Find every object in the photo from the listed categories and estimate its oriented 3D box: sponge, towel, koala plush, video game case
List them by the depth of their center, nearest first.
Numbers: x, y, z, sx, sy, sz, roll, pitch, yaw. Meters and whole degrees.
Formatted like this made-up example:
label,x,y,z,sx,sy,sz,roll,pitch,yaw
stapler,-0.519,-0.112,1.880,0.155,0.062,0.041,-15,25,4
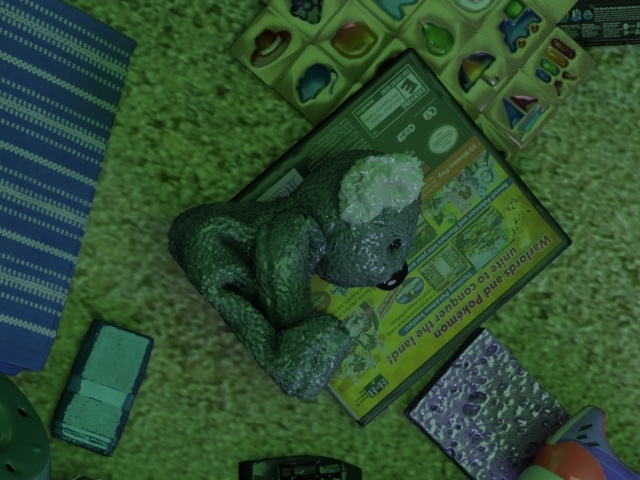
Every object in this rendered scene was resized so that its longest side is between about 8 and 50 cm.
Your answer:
label,x,y,z,sx,sy,sz,roll,pitch,yaw
towel,-0.289,-0.058,1.625,0.243,0.040,0.336,23,80,-54
koala plush,0.000,0.000,1.648,0.221,0.196,0.203,-41,89,0
towel,-0.203,0.136,1.715,0.067,0.029,0.119,22,84,-13
video game case,0.061,-0.003,1.766,0.275,0.035,0.248,-41,98,-4
sponge,0.192,0.199,1.815,0.210,0.031,0.117,45,79,-9

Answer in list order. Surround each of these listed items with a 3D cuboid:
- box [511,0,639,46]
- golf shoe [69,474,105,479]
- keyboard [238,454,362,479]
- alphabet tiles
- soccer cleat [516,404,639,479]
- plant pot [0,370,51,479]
label,x,y,z,sx,sy,sz,roll,pitch,yaw
box,0.267,-0.286,1.837,0.191,0.045,0.184,-5,88,-14
golf shoe,-0.186,0.269,1.670,0.273,0.105,0.120,1,73,-6
keyboard,-0.050,0.365,1.751,0.202,0.033,0.317,-2,89,-14
alphabet tiles,0.089,-0.217,1.772,0.342,0.011,0.285,40,93,-13
soccer cleat,0.327,0.292,1.793,0.318,0.108,0.116,42,75,-21
plant pot,-0.357,0.213,1.499,0.293,0.293,0.235,36,110,-11
